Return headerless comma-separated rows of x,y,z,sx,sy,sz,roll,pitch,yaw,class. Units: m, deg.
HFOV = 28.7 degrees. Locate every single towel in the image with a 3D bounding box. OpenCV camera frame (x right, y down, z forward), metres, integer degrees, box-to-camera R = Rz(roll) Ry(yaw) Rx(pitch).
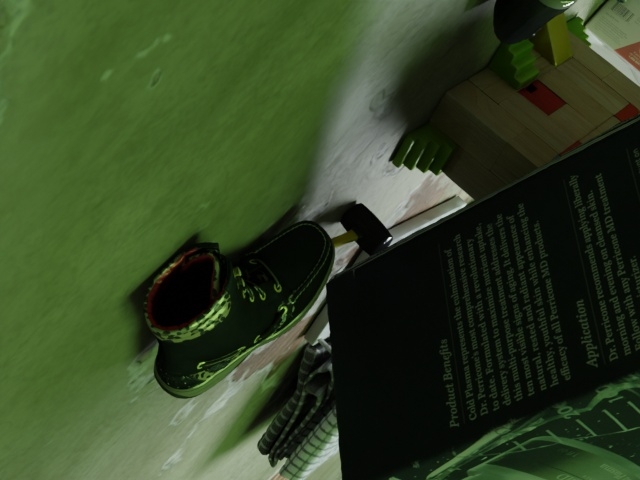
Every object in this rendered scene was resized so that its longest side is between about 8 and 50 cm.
0.036,0.225,1.934,0.284,0.121,0.235,-28,157,-55,towel

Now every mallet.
0.000,0.000,1.436,0.190,0.062,0.039,-13,147,-40,mallet

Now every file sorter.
0.151,0.088,1.795,0.278,0.173,0.193,-26,154,-56,file sorter

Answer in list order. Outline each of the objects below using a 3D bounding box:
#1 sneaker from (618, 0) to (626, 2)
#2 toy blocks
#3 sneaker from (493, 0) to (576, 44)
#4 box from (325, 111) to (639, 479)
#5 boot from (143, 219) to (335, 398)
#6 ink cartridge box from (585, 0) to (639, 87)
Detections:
0.457,-0.373,1.701,0.135,0.058,0.052,-51,165,13,sneaker
0.308,-0.114,1.547,0.381,0.261,0.190,-32,159,-44,toy blocks
0.262,-0.306,1.334,0.222,0.083,0.118,-47,-176,-27,sneaker
0.339,0.153,1.434,0.472,0.297,0.480,-28,138,31,box
-0.075,0.043,1.226,0.236,0.085,0.178,-43,162,-16,boot
0.478,-0.328,1.761,0.198,0.115,0.067,-47,167,-1,ink cartridge box
